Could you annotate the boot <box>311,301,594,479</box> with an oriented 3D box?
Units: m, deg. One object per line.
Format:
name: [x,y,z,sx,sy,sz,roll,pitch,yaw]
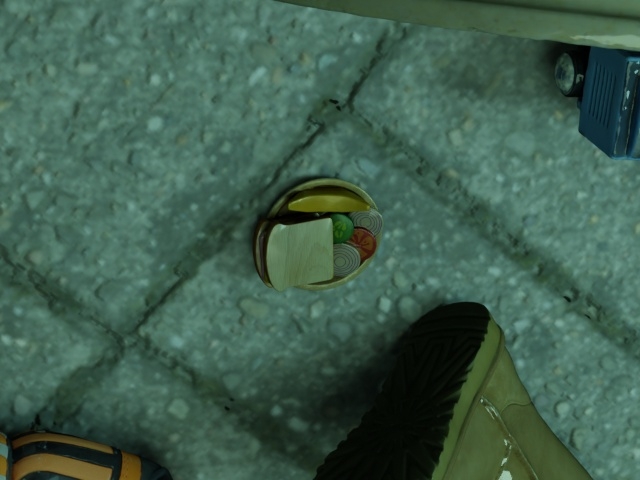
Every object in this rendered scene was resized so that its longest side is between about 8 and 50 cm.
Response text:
boot: [0.117,0.207,1.017,0.236,0.089,0.269,-53,123,-32]

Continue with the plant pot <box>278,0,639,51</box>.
plant pot: [0.138,-0.257,0.750,0.334,0.334,0.305,3,103,-16]

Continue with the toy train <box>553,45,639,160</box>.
toy train: [0.236,-0.091,0.949,0.184,0.105,0.080,0,115,-14]

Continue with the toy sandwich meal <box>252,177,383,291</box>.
toy sandwich meal: [0.000,0.000,0.974,0.086,0.029,0.085,-6,116,-12]

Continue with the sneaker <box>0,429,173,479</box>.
sneaker: [-0.166,0.278,1.009,0.180,0.124,0.321,10,111,-18]
